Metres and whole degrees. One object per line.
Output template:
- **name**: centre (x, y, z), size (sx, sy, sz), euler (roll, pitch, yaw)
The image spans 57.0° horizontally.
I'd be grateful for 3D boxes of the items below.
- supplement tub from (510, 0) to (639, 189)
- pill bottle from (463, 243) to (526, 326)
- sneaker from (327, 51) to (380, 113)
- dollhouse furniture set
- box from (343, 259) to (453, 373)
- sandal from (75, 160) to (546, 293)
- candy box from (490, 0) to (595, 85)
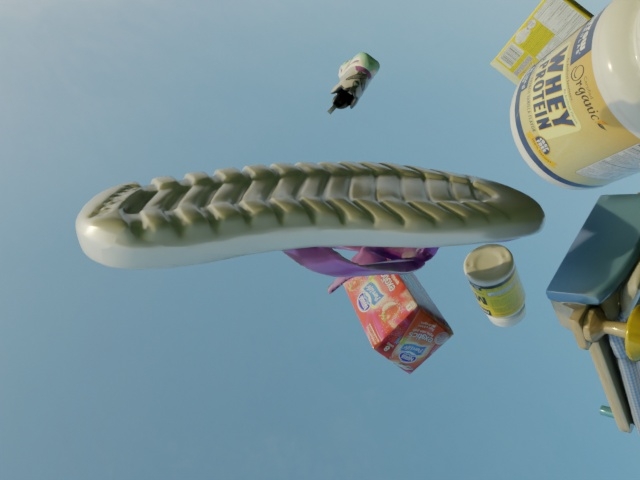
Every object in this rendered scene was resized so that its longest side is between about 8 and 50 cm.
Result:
- **supplement tub**: centre (0.437, -0.213, 0.821), size (0.228, 0.316, 0.229), euler (2, -100, -11)
- **pill bottle**: centre (0.432, 0.115, 1.437), size (0.119, 0.209, 0.119), euler (-18, -137, 18)
- **sneaker**: centre (0.028, -0.172, 0.677), size (0.038, 0.098, 0.069), euler (33, -95, -7)
- **dollhouse furniture set**: centre (0.388, 0.079, 0.547), size (0.303, 0.198, 0.287), euler (-45, -60, -30)
- **box**: centre (0.155, 0.138, 1.252), size (0.122, 0.128, 0.257), euler (37, -165, -28)
- **sandal**: centre (-0.002, -0.007, 0.553), size (0.415, 0.102, 0.169), euler (-1, -154, -9)
- **candy box**: centre (0.448, -0.403, 1.202), size (0.105, 0.206, 0.027), euler (37, -125, 0)
